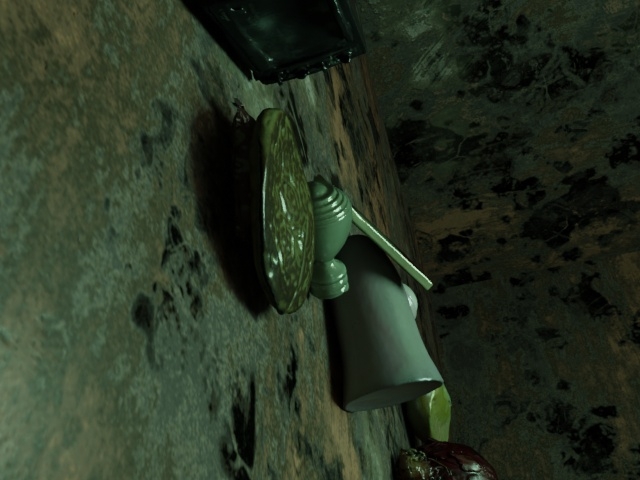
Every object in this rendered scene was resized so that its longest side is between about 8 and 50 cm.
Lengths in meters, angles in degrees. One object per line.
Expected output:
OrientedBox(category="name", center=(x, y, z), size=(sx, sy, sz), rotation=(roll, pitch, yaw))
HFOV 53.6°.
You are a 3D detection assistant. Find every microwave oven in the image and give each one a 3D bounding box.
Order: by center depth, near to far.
OrientedBox(category="microwave oven", center=(-0.055, -0.333, 0.821), size=(0.247, 0.178, 0.188), rotation=(31, 48, -73))

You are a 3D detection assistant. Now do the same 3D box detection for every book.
OrientedBox(category="book", center=(0.089, -0.016, 1.096), size=(0.232, 0.022, 0.162), rotation=(40, 6, -26))

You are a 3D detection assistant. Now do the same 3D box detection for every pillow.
OrientedBox(category="pillow", center=(-0.081, -0.076, 0.769), size=(0.118, 0.043, 0.185), rotation=(54, 27, -70))

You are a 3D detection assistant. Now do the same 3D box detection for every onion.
OrientedBox(category="onion", center=(0.290, 0.563, 1.448), size=(0.221, 0.281, 0.281), rotation=(-59, 168, 5))

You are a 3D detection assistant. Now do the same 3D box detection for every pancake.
OrientedBox(category="pancake", center=(-0.042, -0.041, 0.762), size=(0.250, 0.031, 0.250), rotation=(-3, 90, -77))

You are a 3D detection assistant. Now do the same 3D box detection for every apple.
OrientedBox(category="apple", center=(0.295, 0.484, 1.762), size=(0.265, 0.120, 0.193), rotation=(59, 36, -49))

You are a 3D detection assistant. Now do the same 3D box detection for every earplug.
OrientedBox(category="earplug", center=(0.090, 0.128, 1.114), size=(0.172, 0.172, 0.301), rotation=(53, 21, -62))

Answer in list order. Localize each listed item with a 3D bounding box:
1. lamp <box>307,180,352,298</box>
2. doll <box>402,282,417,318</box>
OrientedBox(category="lamp", center=(0.000, 0.000, 0.957), size=(0.106, 0.106, 0.193), rotation=(-82, 167, -58))
OrientedBox(category="doll", center=(0.147, 0.183, 1.345), size=(0.160, 0.094, 0.365), rotation=(32, -28, 40))
